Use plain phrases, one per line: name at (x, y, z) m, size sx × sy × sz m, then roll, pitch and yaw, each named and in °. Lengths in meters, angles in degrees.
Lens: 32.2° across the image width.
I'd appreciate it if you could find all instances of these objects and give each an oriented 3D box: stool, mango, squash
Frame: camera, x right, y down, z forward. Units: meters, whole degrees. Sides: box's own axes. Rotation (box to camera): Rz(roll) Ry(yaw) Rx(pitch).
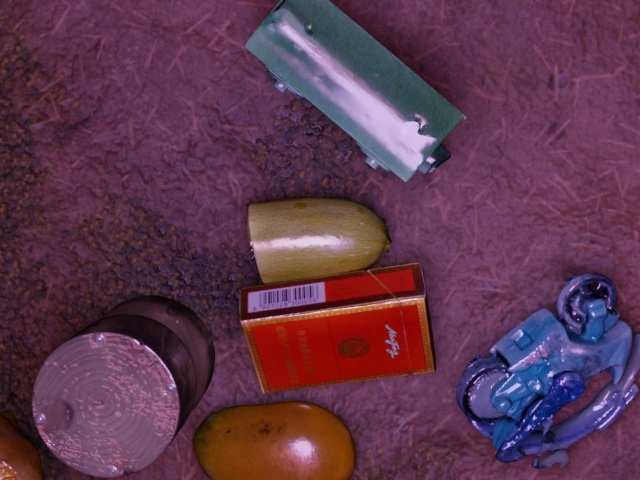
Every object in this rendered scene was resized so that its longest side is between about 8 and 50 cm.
stool at (-0.243, 0.178, 1.418) m, size 0.179 × 0.264 × 0.179 m, roll 0°, pitch 96°, yaw 4°
mango at (-0.061, 0.293, 1.494) m, size 0.221 × 0.120 × 0.151 m, roll -6°, pitch 92°, yaw 11°
squash at (0.000, 0.000, 1.458) m, size 0.187 × 0.123 × 0.123 m, roll -4°, pitch 96°, yaw 4°

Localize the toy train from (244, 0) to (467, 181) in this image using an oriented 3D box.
toy train at (0.042, -0.190, 1.395) m, size 0.301 × 0.202 × 0.120 m, roll 40°, pitch 93°, yaw -1°

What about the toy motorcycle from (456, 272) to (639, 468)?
toy motorcycle at (0.310, 0.177, 1.452) m, size 0.260 × 0.154 × 0.206 m, roll -41°, pitch 115°, yaw 3°

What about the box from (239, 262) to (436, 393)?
box at (0.025, 0.117, 1.457) m, size 0.240 × 0.074 × 0.153 m, roll -8°, pitch 129°, yaw 5°

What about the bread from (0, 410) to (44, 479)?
bread at (-0.526, 0.294, 1.494) m, size 0.340 × 0.179 × 0.194 m, roll 23°, pitch 99°, yaw -1°
